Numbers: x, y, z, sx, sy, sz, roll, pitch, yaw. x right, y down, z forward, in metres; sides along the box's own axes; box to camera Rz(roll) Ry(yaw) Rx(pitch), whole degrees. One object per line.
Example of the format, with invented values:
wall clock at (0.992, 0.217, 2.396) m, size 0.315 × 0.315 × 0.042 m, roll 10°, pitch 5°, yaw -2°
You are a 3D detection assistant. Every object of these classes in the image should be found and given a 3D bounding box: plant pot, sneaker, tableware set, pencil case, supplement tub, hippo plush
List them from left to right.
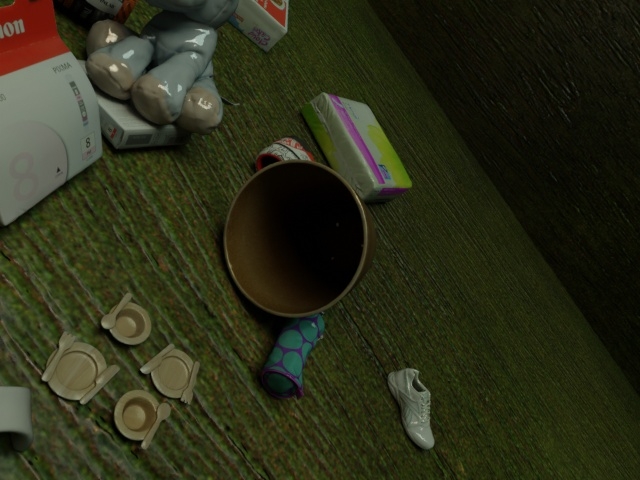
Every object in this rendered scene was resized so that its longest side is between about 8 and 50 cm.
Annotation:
supplement tub at (-0.399, -0.437, 0.765) m, size 0.190 × 0.117 × 0.117 m, roll 28°, pitch 41°, yaw -36°
tableware set at (-0.221, 0.151, 0.553) m, size 0.168 × 0.020 × 0.141 m, roll 46°, pitch 33°, yaw -13°
hippo plush at (-0.201, -0.326, 0.750) m, size 0.294 × 0.236 × 0.234 m, roll -8°, pitch 52°, yaw -50°
pencil case at (-0.039, 0.169, 0.732) m, size 0.070 × 0.064 × 0.151 m, roll 33°, pitch 36°, yaw -4°
sneaker at (-0.021, -0.091, 0.971) m, size 0.270 × 0.090 × 0.145 m, roll 50°, pitch 33°, yaw -2°
plant pot at (0.000, 0.000, 0.821) m, size 0.237 × 0.237 × 0.254 m, roll 63°, pitch 18°, yaw 12°
sneaker at (0.181, 0.315, 0.890) m, size 0.054 × 0.061 × 0.152 m, roll 2°, pitch 61°, yaw -54°

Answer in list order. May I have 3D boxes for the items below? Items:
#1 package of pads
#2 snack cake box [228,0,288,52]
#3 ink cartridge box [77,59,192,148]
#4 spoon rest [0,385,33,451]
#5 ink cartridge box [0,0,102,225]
package of pads at (0.104, -0.241, 1.255) m, size 0.229 × 0.101 × 0.296 m, roll -10°, pitch 69°, yaw -55°
snack cake box at (-0.170, -0.648, 1.280) m, size 0.152 × 0.089 × 0.264 m, roll 33°, pitch 38°, yaw -33°
ink cartridge box at (-0.317, -0.221, 0.765) m, size 0.179 × 0.045 × 0.145 m, roll 42°, pitch 30°, yaw 14°
spoon rest at (-0.350, 0.142, 0.336) m, size 0.276 × 0.084 × 0.137 m, roll 9°, pitch 54°, yaw -50°
ink cartridge box at (-0.324, -0.161, 0.520) m, size 0.066 × 0.232 × 0.189 m, roll 20°, pitch 37°, yaw 2°
